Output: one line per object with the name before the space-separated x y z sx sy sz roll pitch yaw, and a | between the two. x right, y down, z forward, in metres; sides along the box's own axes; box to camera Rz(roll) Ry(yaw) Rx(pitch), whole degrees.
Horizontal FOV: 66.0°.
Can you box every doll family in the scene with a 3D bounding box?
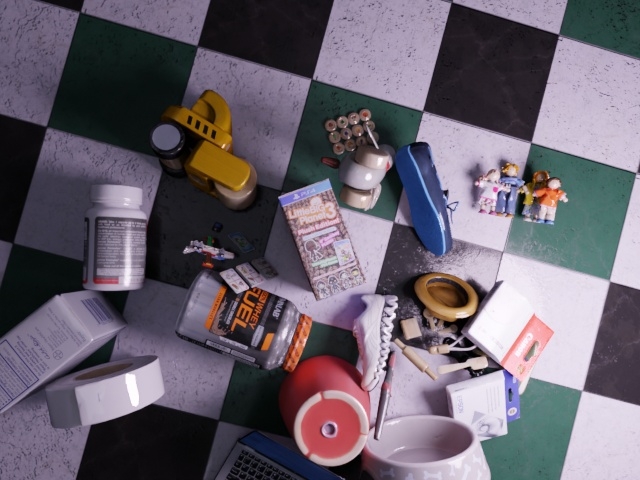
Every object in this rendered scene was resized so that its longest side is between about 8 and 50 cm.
doll family | 0.597 -0.146 1.487 0.263 0.118 0.163 11 95 15

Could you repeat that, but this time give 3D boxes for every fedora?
fedora | 0.363 0.175 1.445 0.195 0.194 0.079 1 126 -4

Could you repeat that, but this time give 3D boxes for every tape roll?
tape roll | -0.565 0.392 1.303 0.287 0.286 0.100 -11 90 -4

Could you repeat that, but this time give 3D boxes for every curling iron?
curling iron | 0.184 0.431 1.400 0.035 0.068 0.273 15 50 -1

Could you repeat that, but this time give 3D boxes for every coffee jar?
coffee jar | 0.503 0.282 1.467 0.079 0.096 0.184 7 88 -10

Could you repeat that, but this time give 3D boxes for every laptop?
laptop | -0.102 0.725 1.337 0.382 0.236 0.407 31 92 -2

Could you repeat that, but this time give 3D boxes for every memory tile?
memory tile | 0.095 -0.329 1.493 0.148 0.012 0.113 -18 90 -4

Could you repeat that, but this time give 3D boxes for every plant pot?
plant pot | 0.019 0.476 1.361 0.275 0.243 0.274 0 90 -3

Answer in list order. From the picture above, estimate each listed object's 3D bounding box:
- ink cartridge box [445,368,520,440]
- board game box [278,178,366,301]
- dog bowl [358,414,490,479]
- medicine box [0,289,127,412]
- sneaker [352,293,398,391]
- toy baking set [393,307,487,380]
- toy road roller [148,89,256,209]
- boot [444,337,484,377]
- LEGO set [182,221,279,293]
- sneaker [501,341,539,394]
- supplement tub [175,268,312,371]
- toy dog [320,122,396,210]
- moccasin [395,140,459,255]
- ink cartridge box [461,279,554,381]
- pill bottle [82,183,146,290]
ink cartridge box | 0.488 0.489 1.444 0.224 0.045 0.223 -16 117 -4
board game box | 0.000 0.000 1.372 0.141 0.232 0.290 -20 90 -3
dog bowl | 0.269 0.574 1.320 0.349 0.349 0.102 -8 92 -4
medicine box | -0.708 0.276 1.306 0.289 0.263 0.149 -38 91 -4
sneaker | 0.144 0.286 1.415 0.119 0.110 0.292 12 60 5
toy baking set | 0.345 0.302 1.431 0.197 0.030 0.256 -39 61 -6
toy road roller | -0.295 -0.263 1.379 0.330 0.202 0.240 31 77 -1
boot | 0.426 0.347 1.460 0.045 0.099 0.121 -36 92 -5
LEGO set | -0.260 0.050 1.395 0.244 0.182 0.060 45 123 16
sneaker | 0.591 0.366 1.486 0.086 0.064 0.192 19 91 -8
supplement tub | -0.208 0.228 1.367 0.338 0.207 0.207 22 88 -4
toy dog | 0.103 -0.209 1.350 0.161 0.334 0.220 26 96 7
moccasin | 0.330 -0.123 1.425 0.117 0.138 0.341 -29 112 -27
ink cartridge box | 0.542 0.256 1.390 0.232 0.066 0.189 39 77 2
pill bottle | -0.569 -0.007 1.371 0.162 0.161 0.283 2 89 -4
